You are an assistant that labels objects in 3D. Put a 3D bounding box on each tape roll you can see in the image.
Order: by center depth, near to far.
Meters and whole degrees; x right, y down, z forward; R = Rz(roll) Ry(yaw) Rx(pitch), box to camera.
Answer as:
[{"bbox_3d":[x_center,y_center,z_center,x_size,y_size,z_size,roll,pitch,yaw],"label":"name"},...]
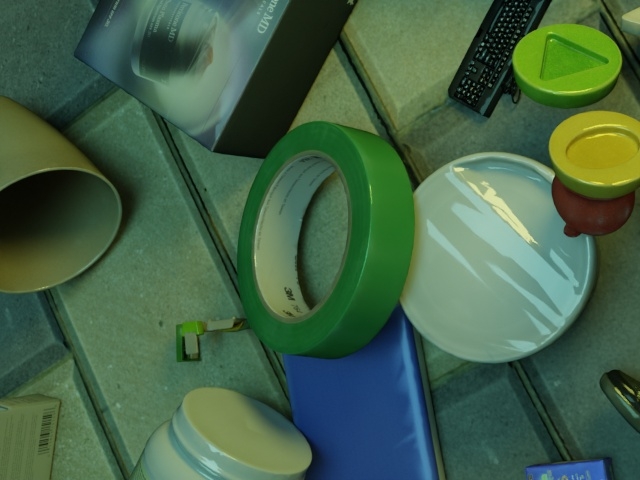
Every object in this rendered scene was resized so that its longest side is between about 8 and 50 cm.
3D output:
[{"bbox_3d":[0.000,0.000,1.671,0.321,0.077,0.321,-18,67,52],"label":"tape roll"}]

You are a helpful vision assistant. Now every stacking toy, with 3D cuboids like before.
[{"bbox_3d":[0.385,-0.148,1.491,0.309,0.130,0.279,-18,49,-9],"label":"stacking toy"}]

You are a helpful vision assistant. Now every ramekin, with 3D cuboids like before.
[{"bbox_3d":[0.239,0.022,1.594,0.273,0.127,0.272,0,89,29],"label":"ramekin"}]

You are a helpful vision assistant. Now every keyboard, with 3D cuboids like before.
[{"bbox_3d":[0.247,-0.262,1.645,0.100,0.038,0.192,32,105,24],"label":"keyboard"}]

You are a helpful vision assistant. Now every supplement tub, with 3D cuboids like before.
[{"bbox_3d":[-0.170,0.396,1.735,0.235,0.235,0.324,35,109,24],"label":"supplement tub"}]

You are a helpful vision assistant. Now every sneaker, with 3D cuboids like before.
[{"bbox_3d":[0.460,0.209,1.500,0.227,0.087,0.130,38,104,20],"label":"sneaker"}]

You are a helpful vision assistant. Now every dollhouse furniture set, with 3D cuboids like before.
[{"bbox_3d":[-0.155,0.148,1.833,0.152,0.076,0.058,-9,82,38],"label":"dollhouse furniture set"}]

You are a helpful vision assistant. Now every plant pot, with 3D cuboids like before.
[{"bbox_3d":[-0.484,-0.100,1.938,0.256,0.256,0.274,-50,52,18],"label":"plant pot"}]

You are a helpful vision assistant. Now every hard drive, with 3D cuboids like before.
[{"bbox_3d":[0.061,0.262,1.734,0.210,0.040,0.318,-13,84,28],"label":"hard drive"}]

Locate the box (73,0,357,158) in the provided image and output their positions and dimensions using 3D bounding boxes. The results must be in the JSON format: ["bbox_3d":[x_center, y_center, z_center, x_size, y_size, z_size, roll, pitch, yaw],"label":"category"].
[{"bbox_3d":[-0.151,-0.318,1.777,0.294,0.183,0.296,34,105,23],"label":"box"}]

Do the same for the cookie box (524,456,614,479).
[{"bbox_3d":[0.329,0.333,1.590,0.107,0.040,0.091,-11,84,28],"label":"cookie box"}]

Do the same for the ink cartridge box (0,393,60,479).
[{"bbox_3d":[-0.524,0.391,1.930,0.060,0.239,0.275,10,94,29],"label":"ink cartridge box"}]
